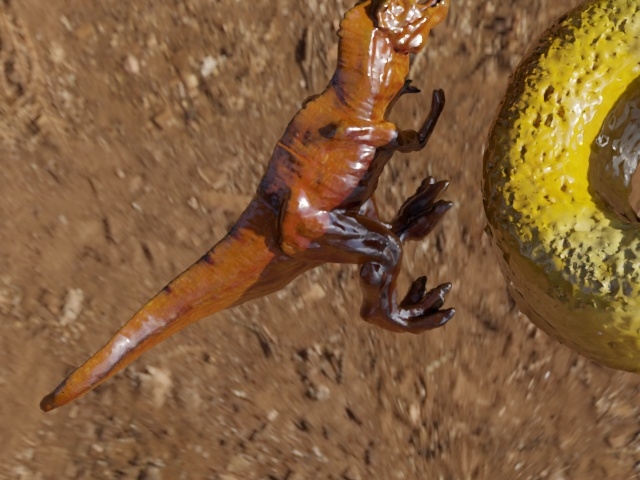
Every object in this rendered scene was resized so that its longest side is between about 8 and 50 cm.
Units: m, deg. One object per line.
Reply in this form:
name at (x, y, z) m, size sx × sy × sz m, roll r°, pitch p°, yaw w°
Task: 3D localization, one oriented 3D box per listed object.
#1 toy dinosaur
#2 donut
toy dinosaur at (0.000, 0.000, 1.071) m, size 0.208 × 0.097 × 0.432 m, roll 28°, pitch 101°, yaw -32°
donut at (0.227, -0.053, 0.960) m, size 0.277 × 0.108 × 0.278 m, roll -8°, pitch 68°, yaw 20°
